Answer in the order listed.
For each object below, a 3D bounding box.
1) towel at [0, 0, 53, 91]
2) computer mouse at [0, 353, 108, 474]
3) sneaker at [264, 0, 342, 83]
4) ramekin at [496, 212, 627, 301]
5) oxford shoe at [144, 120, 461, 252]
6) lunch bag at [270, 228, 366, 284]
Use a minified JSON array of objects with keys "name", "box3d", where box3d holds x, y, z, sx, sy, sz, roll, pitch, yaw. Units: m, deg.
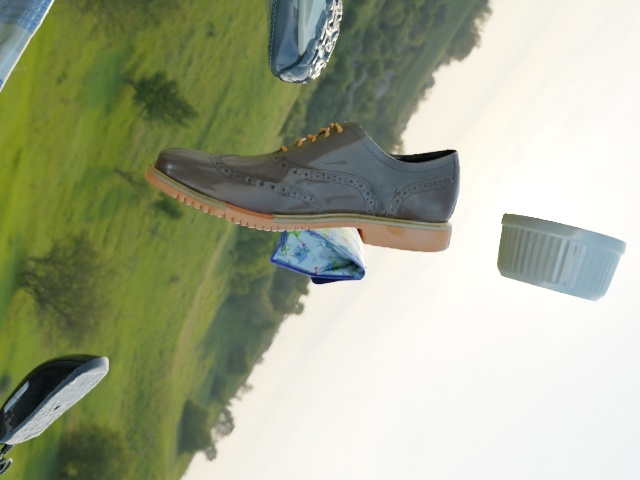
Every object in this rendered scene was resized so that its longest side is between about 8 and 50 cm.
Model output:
[{"name":"towel","box3d":[-0.331,-0.284,0.792,0.034,0.209,0.285,34,81,-47]},{"name":"computer mouse","box3d":[-0.406,0.224,0.952,0.262,0.060,0.184,-43,165,10]},{"name":"sneaker","box3d":[-0.044,-0.247,0.539,0.110,0.122,0.283,93,-4,-79]},{"name":"ramekin","box3d":[0.397,0.030,1.249,0.207,0.207,0.109,-51,155,-88]},{"name":"oxford shoe","box3d":[-0.013,-0.080,0.852,0.130,0.363,0.133,-128,-133,-69]},{"name":"lunch bag","box3d":[0.000,0.000,1.193,0.129,0.151,0.096,-93,-154,-58]}]
